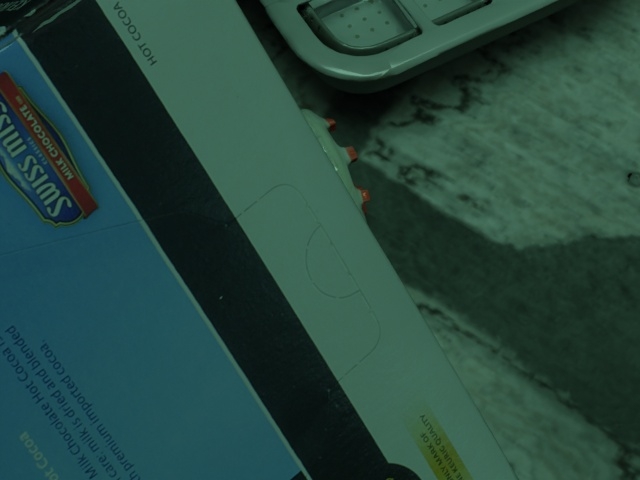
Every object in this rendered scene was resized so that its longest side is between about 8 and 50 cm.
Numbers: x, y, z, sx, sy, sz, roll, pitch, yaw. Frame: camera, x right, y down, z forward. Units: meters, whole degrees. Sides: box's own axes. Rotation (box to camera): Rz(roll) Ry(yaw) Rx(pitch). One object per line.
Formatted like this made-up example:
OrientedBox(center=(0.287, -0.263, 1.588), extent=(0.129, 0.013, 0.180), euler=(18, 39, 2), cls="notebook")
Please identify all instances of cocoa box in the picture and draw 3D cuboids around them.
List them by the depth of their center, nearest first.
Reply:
OrientedBox(center=(-0.109, 0.052, 0.817), extent=(0.228, 0.231, 0.347), euler=(-39, 110, -21), cls="cocoa box")

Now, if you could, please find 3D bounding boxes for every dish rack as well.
OrientedBox(center=(0.049, -0.256, 1.193), extent=(0.285, 0.072, 0.333), euler=(-26, 62, -15), cls="dish rack")

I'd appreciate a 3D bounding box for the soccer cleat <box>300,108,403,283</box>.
OrientedBox(center=(0.000, 0.000, 1.041), extent=(0.076, 0.068, 0.196), euler=(-16, 63, -7), cls="soccer cleat")
